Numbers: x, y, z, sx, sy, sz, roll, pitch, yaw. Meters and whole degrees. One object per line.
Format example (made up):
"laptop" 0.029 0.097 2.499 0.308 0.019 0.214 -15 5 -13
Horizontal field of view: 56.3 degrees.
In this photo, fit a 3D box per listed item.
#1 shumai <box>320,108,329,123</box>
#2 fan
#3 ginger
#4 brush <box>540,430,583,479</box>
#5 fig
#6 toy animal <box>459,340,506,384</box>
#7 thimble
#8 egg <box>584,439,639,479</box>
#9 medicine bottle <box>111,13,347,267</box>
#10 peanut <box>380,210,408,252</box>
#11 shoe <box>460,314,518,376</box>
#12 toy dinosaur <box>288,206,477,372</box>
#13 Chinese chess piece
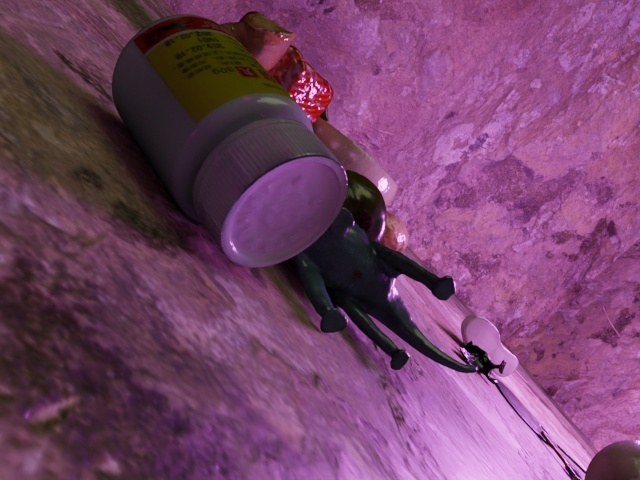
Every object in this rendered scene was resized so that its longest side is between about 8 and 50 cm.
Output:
"shumai" -0.089 -0.375 2.007 0.225 0.222 0.260 15 -14 -19
"fan" 0.522 0.447 1.441 0.294 0.012 0.223 49 9 27
"ginger" -0.187 -0.433 1.359 0.152 0.267 0.138 60 8 -65
"brush" 0.526 0.477 1.293 0.043 0.014 0.170 38 12 -31
"fig" -0.008 -0.050 0.934 0.149 0.149 0.245 40 -9 -36
"toy animal" 0.378 0.284 1.401 0.108 0.062 0.220 30 0 31
"thimble" -0.137 -0.422 1.608 0.350 0.230 0.350 43 8 -8
"egg" 0.558 0.444 1.054 0.217 0.183 0.183 28 18 -42
"medicine bottle" -0.087 -0.094 0.543 0.225 0.139 0.139 51 10 32
"peanut" 0.174 -0.030 1.666 0.140 0.109 0.159 27 -11 38
"shoe" 0.427 0.268 1.600 0.265 0.095 0.110 47 0 -33
"toy dinosaur" 0.000 0.000 0.744 0.383 0.129 0.331 41 1 -38
"Chinese chess piece" 0.066 -0.213 1.781 0.349 0.146 0.349 40 4 -4
